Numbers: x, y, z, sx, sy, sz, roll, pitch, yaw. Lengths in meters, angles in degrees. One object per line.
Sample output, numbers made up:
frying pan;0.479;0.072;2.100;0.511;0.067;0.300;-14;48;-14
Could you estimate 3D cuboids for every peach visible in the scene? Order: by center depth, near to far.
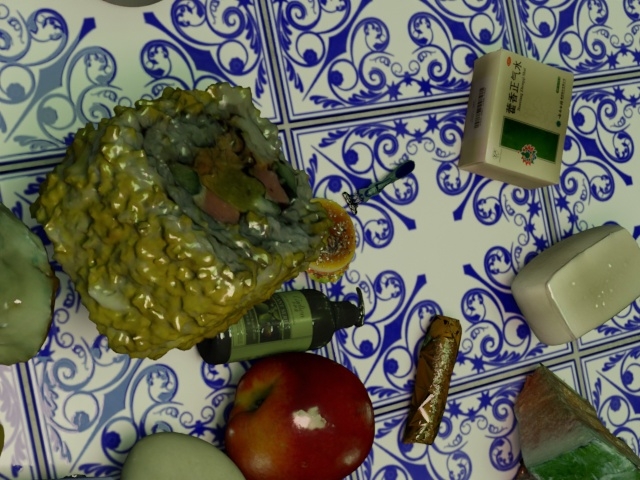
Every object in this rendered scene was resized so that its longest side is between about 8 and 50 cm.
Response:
peach;-0.027;0.291;1.819;0.243;0.199;0.243;-7;106;-26

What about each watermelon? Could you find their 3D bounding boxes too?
watermelon;0.461;0.389;2.042;0.264;0.302;0.151;38;98;-25

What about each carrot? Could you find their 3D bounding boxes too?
carrot;0.191;0.241;2.007;0.069;0.069;0.228;19;79;-24

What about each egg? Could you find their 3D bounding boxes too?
egg;-0.194;0.394;1.731;0.186;0.186;0.253;-38;104;-24

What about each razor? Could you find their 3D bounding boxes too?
razor;0.109;-0.098;2.012;0.155;0.028;0.044;-32;100;-25

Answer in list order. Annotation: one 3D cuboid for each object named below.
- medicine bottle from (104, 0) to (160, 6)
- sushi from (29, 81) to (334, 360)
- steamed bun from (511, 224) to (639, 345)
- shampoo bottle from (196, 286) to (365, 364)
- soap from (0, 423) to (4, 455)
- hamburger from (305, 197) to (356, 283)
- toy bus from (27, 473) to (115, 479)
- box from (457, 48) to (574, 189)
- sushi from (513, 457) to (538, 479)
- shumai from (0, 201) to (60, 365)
medicine bottle;-0.258;-0.487;1.746;0.238;0.232;0.237;2;86;-27
sushi;-0.192;-0.048;1.669;0.351;0.240;0.396;53;33;6
steamed bun;0.451;0.079;2.094;0.242;0.164;0.146;-32;98;-24
shampoo bottle;-0.055;0.131;1.871;0.284;0.101;0.101;-6;88;-27
soap;-0.516;0.280;1.659;0.140;0.045;0.089;21;73;-24
hamburger;0.000;0.000;1.919;0.127;0.081;0.141;11;80;-26
toy bus;-0.434;0.397;1.646;0.292;0.125;0.133;2;75;-29
box;0.349;-0.214;2.107;0.168;0.095;0.212;13;80;-23
sushi;0.390;0.489;2.067;0.103;0.097;0.226;-21;93;-23
shumai;-0.520;0.043;1.561;0.323;0.397;0.324;25;95;-54
